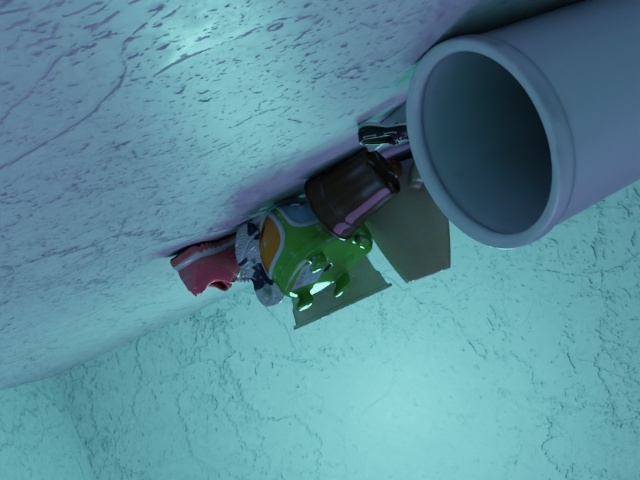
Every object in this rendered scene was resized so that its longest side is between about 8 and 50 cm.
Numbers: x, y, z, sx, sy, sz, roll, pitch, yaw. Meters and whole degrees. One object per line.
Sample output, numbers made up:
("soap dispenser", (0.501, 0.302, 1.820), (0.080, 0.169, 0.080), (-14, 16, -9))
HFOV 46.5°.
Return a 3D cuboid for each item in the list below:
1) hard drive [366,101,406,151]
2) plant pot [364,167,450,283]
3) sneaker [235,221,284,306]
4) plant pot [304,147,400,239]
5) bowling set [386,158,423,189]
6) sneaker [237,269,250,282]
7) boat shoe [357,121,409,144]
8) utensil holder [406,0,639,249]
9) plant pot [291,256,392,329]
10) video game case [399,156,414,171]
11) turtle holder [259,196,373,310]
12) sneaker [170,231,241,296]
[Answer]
("hard drive", (0.260, -0.269, 1.519), (0.307, 0.040, 0.203), (-20, 173, -32))
("plant pot", (0.243, -0.033, 2.005), (0.256, 0.274, 0.256), (-19, 174, -2))
("sneaker", (-0.153, 0.044, 1.986), (0.094, 0.235, 0.153), (-23, -162, 12))
("plant pot", (0.078, -0.113, 1.671), (0.165, 0.167, 0.167), (-35, 170, 26))
("bowling set", (0.253, -0.205, 1.767), (0.199, 0.154, 0.287), (11, 175, -3))
("sneaker", (-0.181, 0.033, 2.183), (0.293, 0.102, 0.146), (-6, -136, 25))
("boat shoe", (0.132, -0.197, 1.401), (0.125, 0.038, 0.046), (3, 158, -6))
("utensil holder", (0.388, -0.207, 1.190), (0.385, 0.328, 0.327), (-24, 175, -24))
("plant pot", (0.010, 0.072, 2.319), (0.333, 0.306, 0.334), (-24, 175, -2))
("video game case", (0.197, -0.172, 2.094), (0.328, 0.036, 0.300), (-19, 174, -5))
("turtle holder", (-0.006, -0.006, 1.844), (0.320, 0.227, 0.243), (-35, 154, -15))
("sneaker", (-0.259, 0.067, 1.991), (0.116, 0.136, 0.313), (-29, 174, 42))
